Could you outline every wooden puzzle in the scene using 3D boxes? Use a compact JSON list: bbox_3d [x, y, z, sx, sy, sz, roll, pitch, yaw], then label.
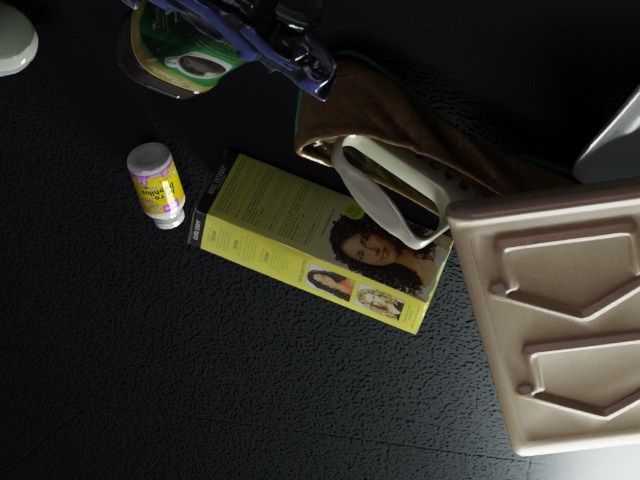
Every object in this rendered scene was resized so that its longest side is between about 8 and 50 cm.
[{"bbox_3d":[0.291,0.046,1.559,0.322,0.080,0.348,-7,138,13],"label":"wooden puzzle"}]

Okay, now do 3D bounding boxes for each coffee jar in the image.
[{"bbox_3d":[-0.089,-0.186,1.604,0.096,0.079,0.184,20,148,-38],"label":"coffee jar"}]

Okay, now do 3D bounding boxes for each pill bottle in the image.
[{"bbox_3d":[-0.155,-0.051,1.820,0.043,0.043,0.083,6,137,22],"label":"pill bottle"}]

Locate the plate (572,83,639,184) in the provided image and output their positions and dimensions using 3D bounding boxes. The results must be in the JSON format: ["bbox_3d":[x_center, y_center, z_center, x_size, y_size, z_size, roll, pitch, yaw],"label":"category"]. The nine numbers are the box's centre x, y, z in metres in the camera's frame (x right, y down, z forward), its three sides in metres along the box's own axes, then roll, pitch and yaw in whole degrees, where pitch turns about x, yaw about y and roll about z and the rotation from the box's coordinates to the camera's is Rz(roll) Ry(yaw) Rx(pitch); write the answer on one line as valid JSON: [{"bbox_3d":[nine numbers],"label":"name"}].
[{"bbox_3d":[0.380,-0.075,1.514,0.278,0.045,0.277,28,141,-4],"label":"plate"}]

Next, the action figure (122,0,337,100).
[{"bbox_3d":[-0.081,-0.274,1.432,0.341,0.178,0.330,37,138,-17],"label":"action figure"}]

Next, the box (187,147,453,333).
[{"bbox_3d":[0.000,0.000,1.764,0.232,0.087,0.058,21,142,4],"label":"box"}]

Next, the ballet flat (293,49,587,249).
[{"bbox_3d":[0.123,-0.034,1.627,0.342,0.124,0.116,30,151,-7],"label":"ballet flat"}]

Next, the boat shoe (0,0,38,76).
[{"bbox_3d":[-0.349,-0.177,1.768,0.227,0.079,0.081,9,144,28],"label":"boat shoe"}]
